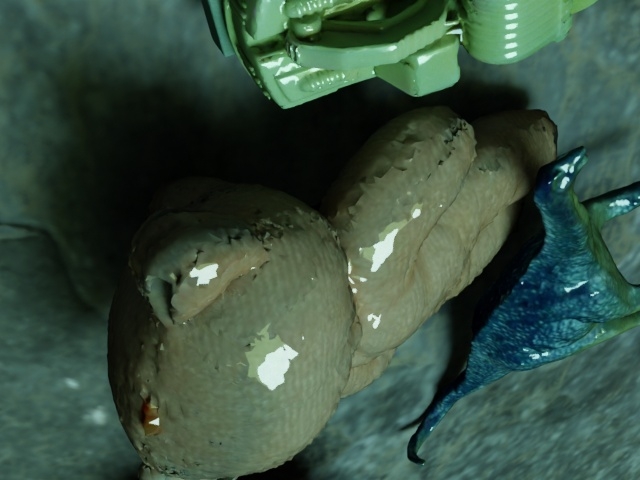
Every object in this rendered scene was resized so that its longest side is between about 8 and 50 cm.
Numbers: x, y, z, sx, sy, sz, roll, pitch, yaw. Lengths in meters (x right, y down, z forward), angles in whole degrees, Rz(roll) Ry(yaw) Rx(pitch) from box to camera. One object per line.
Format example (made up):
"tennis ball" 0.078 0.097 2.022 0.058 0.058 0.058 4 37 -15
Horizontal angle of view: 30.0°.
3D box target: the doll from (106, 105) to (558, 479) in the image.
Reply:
"doll" 0.000 0.000 0.642 0.303 0.156 0.201 -34 149 -39

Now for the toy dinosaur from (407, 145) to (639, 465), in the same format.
"toy dinosaur" 0.144 0.036 0.752 0.147 0.076 0.363 -17 154 -21

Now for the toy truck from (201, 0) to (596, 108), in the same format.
"toy truck" 0.045 -0.122 0.536 0.191 0.116 0.085 -21 139 -9
